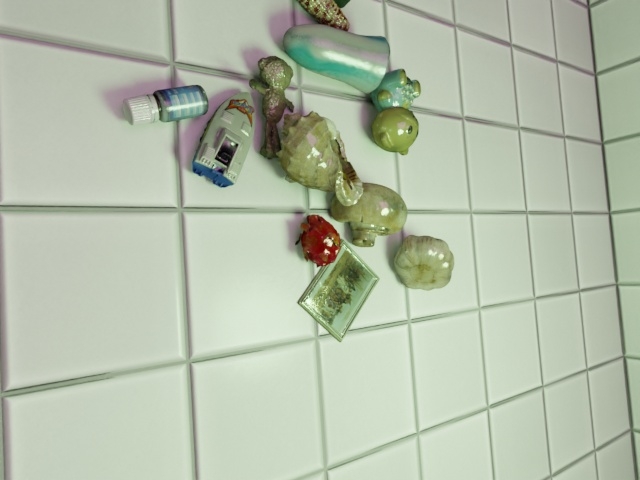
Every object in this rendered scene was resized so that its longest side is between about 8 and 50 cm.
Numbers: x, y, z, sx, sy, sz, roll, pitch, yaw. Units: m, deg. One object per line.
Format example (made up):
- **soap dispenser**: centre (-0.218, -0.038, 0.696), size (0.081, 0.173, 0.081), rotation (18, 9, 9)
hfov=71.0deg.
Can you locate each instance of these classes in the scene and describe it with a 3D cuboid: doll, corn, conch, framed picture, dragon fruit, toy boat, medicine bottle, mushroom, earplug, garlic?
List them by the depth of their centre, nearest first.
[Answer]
- **medicine bottle**: centre (-0.396, -0.346, 1.155), size (0.203, 0.084, 0.083), rotation (-25, 99, -32)
- **toy boat**: centre (-0.250, -0.300, 1.245), size (0.129, 0.088, 0.294), rotation (30, 62, -29)
- **doll**: centre (-0.136, -0.399, 1.340), size (0.203, 0.091, 0.285), rotation (-30, 112, -40)
- **conch**: centre (-0.004, -0.242, 1.345), size (0.263, 0.186, 0.323), rotation (-35, 104, -49)
- **dragon fruit**: centre (0.000, 0.000, 1.355), size (0.136, 0.133, 0.165), rotation (-15, 95, -27)
- **earplug**: centre (0.036, -0.600, 1.422), size (0.325, 0.185, 0.184), rotation (7, 82, -27)
- **mushroom**: centre (0.171, -0.084, 1.444), size (0.254, 0.189, 0.194), rotation (16, 75, -26)
- **framed picture**: centre (0.071, 0.161, 1.455), size (0.217, 0.017, 0.274), rotation (45, 63, -23)
- **corn**: centre (0.003, -0.760, 1.458), size (0.253, 0.086, 0.086), rotation (38, 66, -26)
- **doll**: centre (0.255, -0.432, 1.547), size (0.177, 0.162, 0.260), rotation (5, 80, -55)
- **garlic**: centre (0.366, 0.052, 1.582), size (0.218, 0.219, 0.212), rotation (52, 32, -18)

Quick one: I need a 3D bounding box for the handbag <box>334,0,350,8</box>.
- **handbag**: centre (0.050, -0.890, 1.396), size (0.248, 0.260, 0.079), rotation (33, 67, -25)
